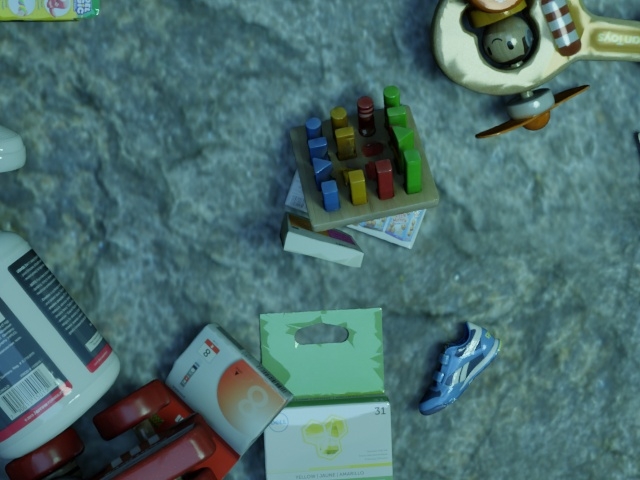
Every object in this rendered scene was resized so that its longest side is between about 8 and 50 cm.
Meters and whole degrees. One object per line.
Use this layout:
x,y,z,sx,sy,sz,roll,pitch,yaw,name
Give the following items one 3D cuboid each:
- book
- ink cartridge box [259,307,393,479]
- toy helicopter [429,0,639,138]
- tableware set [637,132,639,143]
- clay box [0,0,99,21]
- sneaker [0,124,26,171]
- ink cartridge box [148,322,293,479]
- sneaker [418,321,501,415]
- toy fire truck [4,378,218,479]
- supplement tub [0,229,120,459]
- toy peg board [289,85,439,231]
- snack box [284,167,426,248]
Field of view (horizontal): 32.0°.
0.000,0.000,1.400,0.096,0.144,0.035,15,97,-6,book
0.007,0.213,1.476,0.171,0.056,0.235,-3,100,-3,ink cartridge box
0.312,-0.239,1.400,0.355,0.140,0.235,3,99,-7,toy helicopter
0.503,-0.070,1.483,0.128,0.039,0.194,-14,93,10,tableware set
-0.384,-0.334,1.375,0.222,0.053,0.127,-1,98,-5,clay box
-0.492,-0.189,1.348,0.292,0.108,0.169,14,109,-5,sneaker
-0.145,0.218,1.442,0.145,0.045,0.179,42,97,11,ink cartridge box
0.174,0.170,1.484,0.059,0.053,0.144,43,84,-9,sneaker
-0.261,0.298,1.334,0.302,0.254,0.169,-29,88,-4,toy fire truck
-0.394,0.111,1.363,0.191,0.191,0.272,-37,98,1,supplement tub
0.050,-0.111,1.379,0.160,0.079,0.161,-12,54,-3,toy peg board
0.046,-0.048,1.459,0.178,0.022,0.064,19,95,-6,snack box
